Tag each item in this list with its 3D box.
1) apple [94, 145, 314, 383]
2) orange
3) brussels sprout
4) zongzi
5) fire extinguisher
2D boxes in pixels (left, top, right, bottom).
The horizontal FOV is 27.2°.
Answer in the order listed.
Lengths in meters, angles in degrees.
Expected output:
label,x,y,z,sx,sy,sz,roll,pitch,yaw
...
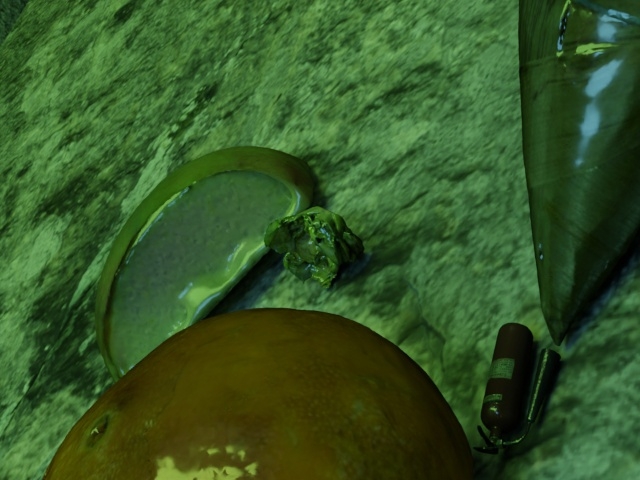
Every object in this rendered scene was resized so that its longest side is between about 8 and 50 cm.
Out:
label,x,y,z,sx,sy,sz,roll,pitch,yaw
apple,-0.128,0.000,1.254,0.265,0.120,0.193,-46,16,5
orange,-0.044,0.172,0.784,0.284,0.226,0.284,-38,23,19
brussels sprout,0.000,0.000,1.099,0.058,0.085,0.085,-56,27,-15
zongzi,0.197,-0.136,0.928,0.323,0.160,0.360,-97,23,-75
fire extinguisher,0.126,0.097,0.834,0.046,0.032,0.100,3,51,18
